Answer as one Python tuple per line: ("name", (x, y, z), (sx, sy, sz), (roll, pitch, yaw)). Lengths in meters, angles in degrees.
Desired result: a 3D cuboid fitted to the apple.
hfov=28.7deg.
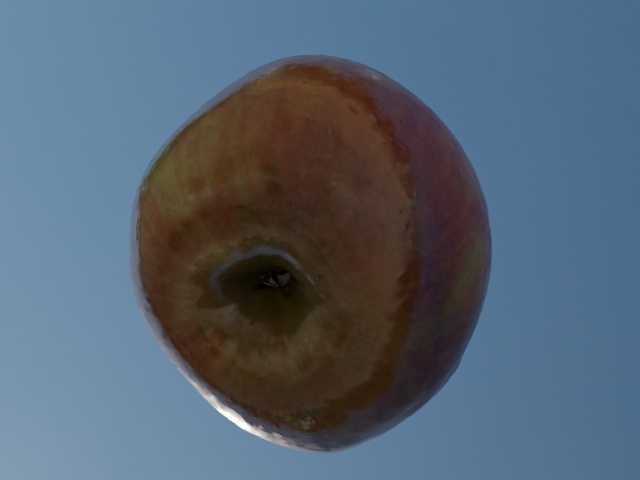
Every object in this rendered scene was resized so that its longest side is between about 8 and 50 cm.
("apple", (0.000, 0.000, 0.998), (0.301, 0.301, 0.301), (-18, -127, 27))
